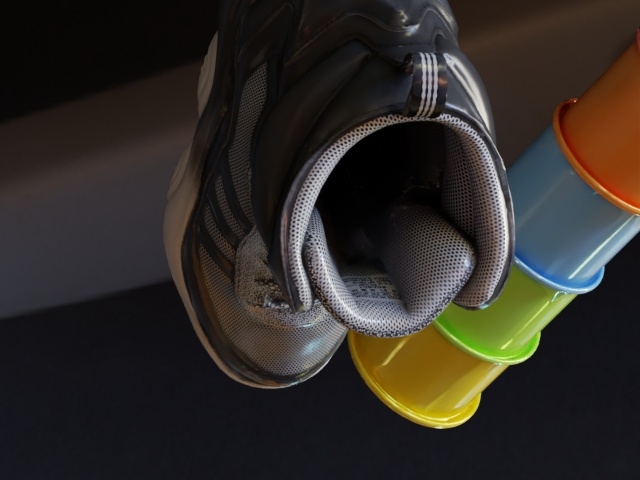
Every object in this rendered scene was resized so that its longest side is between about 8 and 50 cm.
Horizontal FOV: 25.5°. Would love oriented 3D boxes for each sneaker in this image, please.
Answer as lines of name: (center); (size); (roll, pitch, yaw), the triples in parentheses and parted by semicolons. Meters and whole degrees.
sneaker: (0.000, 0.000, 0.567); (0.101, 0.153, 0.268); (-2, 134, -15)

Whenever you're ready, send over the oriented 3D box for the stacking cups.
stacking cups: (0.138, -0.017, 0.746); (0.096, 0.096, 0.316); (11, 138, -34)
